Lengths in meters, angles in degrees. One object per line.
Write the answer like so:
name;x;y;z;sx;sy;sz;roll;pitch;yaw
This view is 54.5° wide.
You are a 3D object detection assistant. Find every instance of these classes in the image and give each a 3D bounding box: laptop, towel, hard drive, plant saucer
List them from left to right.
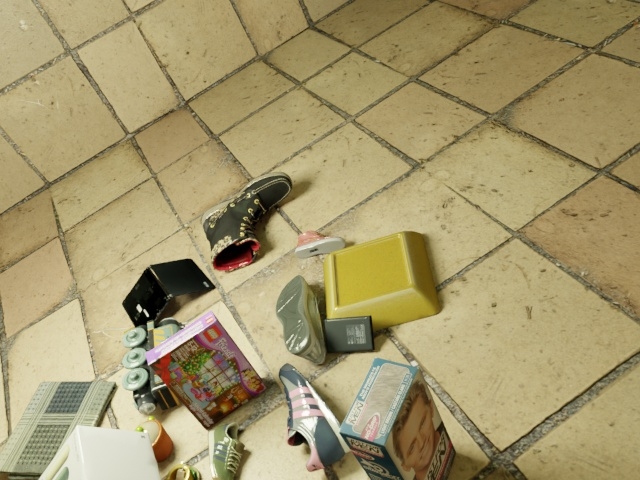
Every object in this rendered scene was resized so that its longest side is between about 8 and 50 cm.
towel;-0.800;0.572;1.888;0.312;0.056;0.324;-5;42;20
laptop;-0.531;0.191;2.152;0.264;0.136;0.234;-55;41;2
hard drive;0.078;0.258;1.705;0.135;0.022;0.094;-7;85;22
plant saucer;0.155;0.108;1.821;0.332;0.081;0.333;-17;41;12

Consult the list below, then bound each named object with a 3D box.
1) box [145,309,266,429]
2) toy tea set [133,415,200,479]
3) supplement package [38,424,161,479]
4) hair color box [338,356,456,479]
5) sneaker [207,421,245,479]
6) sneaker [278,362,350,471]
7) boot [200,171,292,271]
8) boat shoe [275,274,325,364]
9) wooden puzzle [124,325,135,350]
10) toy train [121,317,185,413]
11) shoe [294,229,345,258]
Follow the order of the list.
box;-0.296;0.348;1.645;0.200;0.293;0.057;-34;35;-8
toy tea set;-0.433;0.598;1.585;0.200;0.124;0.336;-43;42;-19
supplement package;-0.539;0.612;1.483;0.263;0.198;0.199;-52;43;16
hair color box;0.170;0.414;1.273;0.105;0.347;0.174;7;51;34
sneaker;-0.232;0.542;1.579;0.086;0.064;0.192;-30;36;4
sneaker;-0.051;0.436;1.558;0.131;0.112;0.319;-34;39;-12
boot;-0.248;-0.066;2.184;0.377;0.138;0.284;-27;38;7
boat shoe;-0.051;0.226;1.809;0.118;0.103;0.320;-41;32;14
wooden puzzle;-0.614;0.325;2.068;0.078;0.014;0.116;-36;40;-3
toy train;-0.485;0.367;1.866;0.190;0.142;0.334;-17;37;-6
shoe;0.000;0.000;2.034;0.177;0.063;0.081;-14;46;22
